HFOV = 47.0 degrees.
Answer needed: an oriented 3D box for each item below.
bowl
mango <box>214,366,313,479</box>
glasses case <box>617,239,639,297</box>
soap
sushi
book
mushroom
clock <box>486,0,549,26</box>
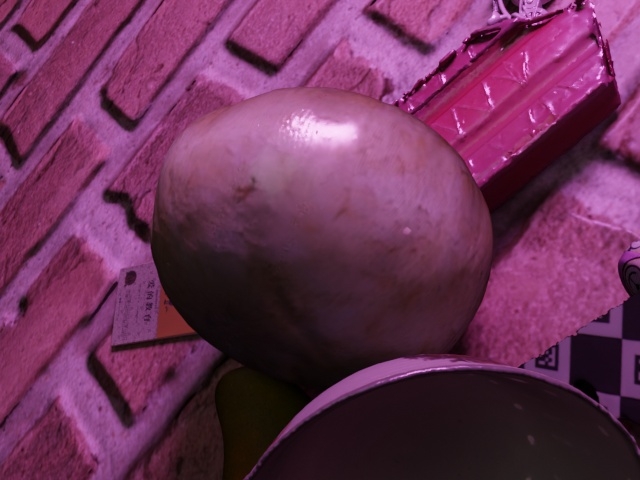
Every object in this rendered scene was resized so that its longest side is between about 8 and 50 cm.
[{"bbox_3d":[0.082,0.210,0.617,0.337,0.337,0.157,-41,21,11],"label":"bowl"},{"bbox_3d":[-0.038,0.263,0.748,0.146,0.129,0.289,-26,59,36],"label":"mango"},{"bbox_3d":[0.378,0.091,0.568,0.316,0.123,0.076,35,90,37],"label":"glasses case"},{"bbox_3d":[0.204,-0.149,0.799,0.250,0.099,0.162,-40,54,12],"label":"soap"},{"bbox_3d":[0.258,0.189,0.627,0.231,0.047,0.220,-45,55,39],"label":"sushi"},{"bbox_3d":[-0.219,0.080,1.018,0.172,0.012,0.118,-12,64,28],"label":"book"},{"bbox_3d":[0.000,0.000,0.729,0.352,0.352,0.260,0,49,32],"label":"mushroom"},{"bbox_3d":[0.240,-0.282,0.871,0.087,0.041,0.129,-5,62,26],"label":"clock"}]
